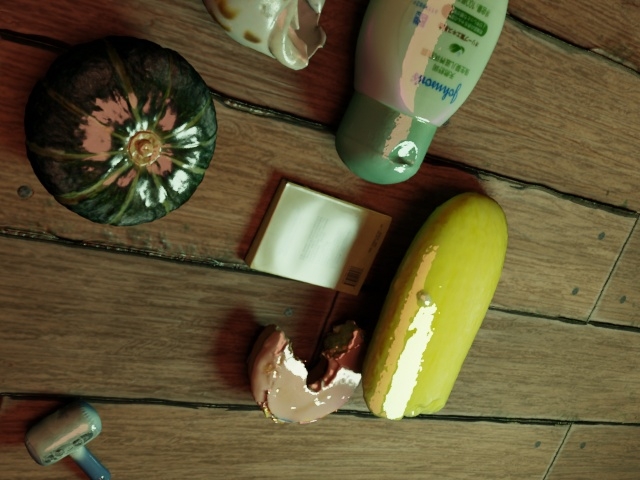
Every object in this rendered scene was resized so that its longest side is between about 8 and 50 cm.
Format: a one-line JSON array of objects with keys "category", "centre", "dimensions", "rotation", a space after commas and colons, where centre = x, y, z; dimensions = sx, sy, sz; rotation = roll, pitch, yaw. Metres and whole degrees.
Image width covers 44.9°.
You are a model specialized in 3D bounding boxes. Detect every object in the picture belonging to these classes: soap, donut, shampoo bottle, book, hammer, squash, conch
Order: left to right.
[{"category": "hammer", "centre": [-0.389, 0.346, 1.261], "dimensions": [0.116, 0.069, 0.194], "rotation": [-31, 133, -13]}, {"category": "squash", "centre": [-0.261, -0.143, 1.023], "dimensions": [0.252, 0.165, 0.252], "rotation": [-14, 120, -26]}, {"category": "conch", "centre": [-0.086, -0.364, 1.019], "dimensions": [0.148, 0.183, 0.275], "rotation": [4, 117, 15]}, {"category": "donut", "centre": [-0.027, 0.231, 1.383], "dimensions": [0.232, 0.085, 0.199], "rotation": [3, 111, -30]}, {"category": "book", "centre": [0.000, 0.000, 1.321], "dimensions": [0.230, 0.026, 0.161], "rotation": [17, 103, -34]}, {"category": "shampoo bottle", "centre": [0.139, -0.254, 1.196], "dimensions": [0.221, 0.151, 0.350], "rotation": [15, 106, -35]}, {"category": "soap", "centre": [0.216, 0.114, 1.413], "dimensions": [0.306, 0.115, 0.427], "rotation": [18, 97, -47]}]
